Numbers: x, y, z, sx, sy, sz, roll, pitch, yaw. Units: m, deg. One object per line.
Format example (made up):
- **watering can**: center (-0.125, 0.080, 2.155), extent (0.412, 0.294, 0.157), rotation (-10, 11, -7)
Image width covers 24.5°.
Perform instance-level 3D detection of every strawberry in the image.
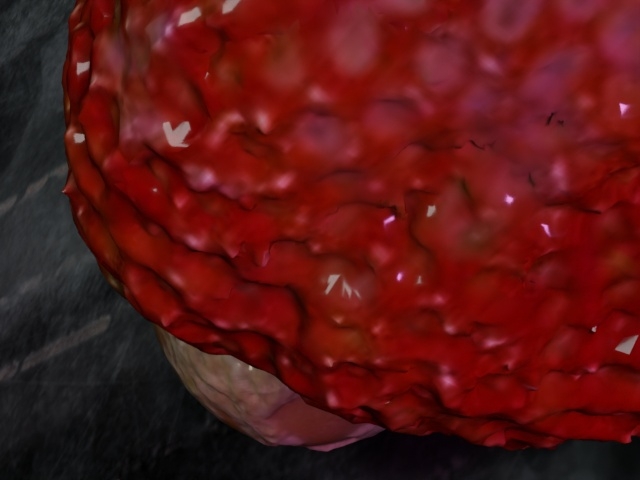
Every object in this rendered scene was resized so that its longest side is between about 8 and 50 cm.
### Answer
- **strawberry**: center (0.078, -0.057, 0.513), extent (0.351, 0.312, 0.267), rotation (-20, 84, 53)

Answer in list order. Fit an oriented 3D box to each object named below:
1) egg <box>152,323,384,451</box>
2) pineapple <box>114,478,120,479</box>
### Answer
- **egg**: center (0.000, 0.000, 0.766), extent (0.195, 0.195, 0.233), rotation (-18, 35, 45)
- **pineapple**: center (-0.060, 0.207, 0.760), extent (0.248, 0.128, 0.128), rotation (10, 73, 51)
